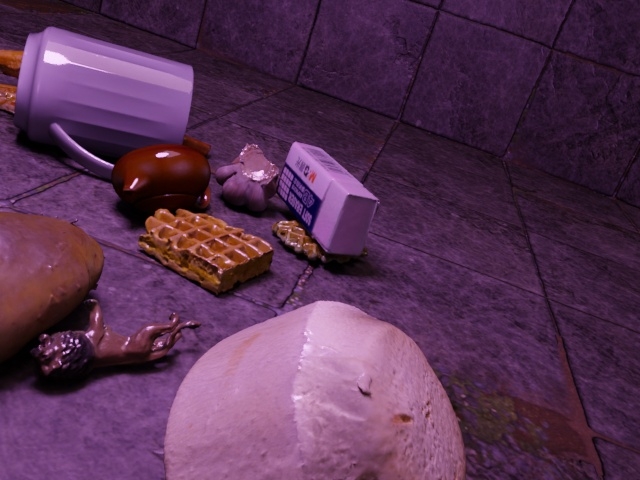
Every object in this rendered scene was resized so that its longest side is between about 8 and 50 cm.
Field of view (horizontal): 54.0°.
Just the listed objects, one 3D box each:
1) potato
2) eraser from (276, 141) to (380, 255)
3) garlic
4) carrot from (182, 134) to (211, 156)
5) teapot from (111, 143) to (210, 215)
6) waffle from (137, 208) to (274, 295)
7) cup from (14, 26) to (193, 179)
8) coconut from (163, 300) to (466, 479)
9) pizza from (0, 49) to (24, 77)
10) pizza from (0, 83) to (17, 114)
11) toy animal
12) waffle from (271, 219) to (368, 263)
[{"bbox_3d":[-0.378,0.040,0.740,0.191,0.141,0.296,26,21,12],"label":"potato"},{"bbox_3d":[0.006,-0.089,1.264,0.086,0.130,0.287,7,23,-28],"label":"eraser"},{"bbox_3d":[-0.159,-0.128,1.364,0.131,0.127,0.194,35,-6,-9],"label":"garlic"},{"bbox_3d":[-0.351,-0.242,1.539,0.161,0.055,0.055,18,21,-21],"label":"carrot"},{"bbox_3d":[-0.281,-0.095,1.171,0.178,0.135,0.252,-9,-10,22],"label":"teapot"},{"bbox_3d":[-0.204,0.004,1.071,0.211,0.055,0.160,27,24,22],"label":"waffle"},{"bbox_3d":[-0.454,-0.264,1.316,0.326,0.237,0.323,10,54,-23],"label":"cup"},{"bbox_3d":[-0.020,0.187,0.555,0.237,0.266,0.237,37,36,-33],"label":"coconut"},{"bbox_3d":[-0.639,-0.416,1.596,0.335,0.086,0.226,10,5,-21],"label":"pizza"},{"bbox_3d":[-0.717,-0.325,1.455,0.184,0.036,0.176,3,27,-33],"label":"pizza"},{"bbox_3d":[-0.245,0.117,0.768,0.219,0.069,0.086,-8,56,-40],"label":"toy animal"},{"bbox_3d":[0.000,0.000,1.266,0.183,0.036,0.169,-4,30,-40],"label":"waffle"}]
